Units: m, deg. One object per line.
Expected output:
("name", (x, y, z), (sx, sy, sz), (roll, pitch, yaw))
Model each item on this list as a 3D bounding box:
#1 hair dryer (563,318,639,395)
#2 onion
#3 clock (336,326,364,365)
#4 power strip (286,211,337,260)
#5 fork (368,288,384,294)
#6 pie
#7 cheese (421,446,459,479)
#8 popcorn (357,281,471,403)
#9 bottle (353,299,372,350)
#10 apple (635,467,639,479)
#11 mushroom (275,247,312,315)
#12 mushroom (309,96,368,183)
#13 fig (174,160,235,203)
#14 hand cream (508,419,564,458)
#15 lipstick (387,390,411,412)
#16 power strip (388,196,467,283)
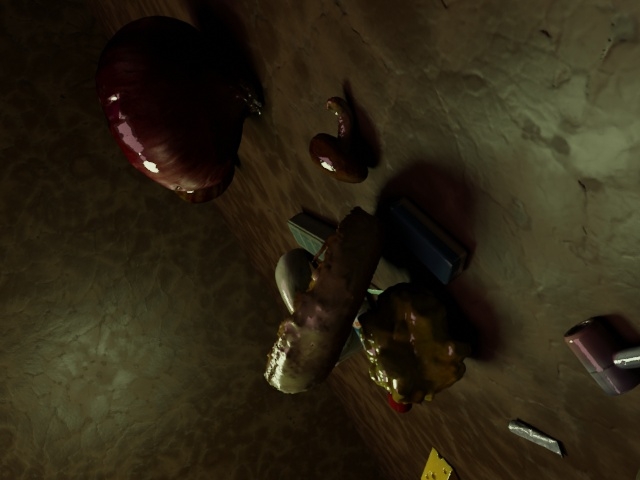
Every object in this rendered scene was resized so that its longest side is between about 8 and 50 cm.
("hair dryer", (0.270, 0.093, 0.386), (0.063, 0.037, 0.114), (55, 157, 11))
("onion", (-0.250, -0.274, 0.895), (0.348, 0.286, 0.346), (-7, -90, -75))
("clock", (0.019, 0.250, 1.180), (0.151, 0.191, 0.062), (46, 162, 33))
("power strip", (0.000, -0.001, 0.994), (0.272, 0.052, 0.078), (30, 150, 59))
("fork", (0.099, 0.097, 0.951), (0.235, 0.021, 0.039), (34, 149, 58))
("pie", (0.023, 0.089, 0.691), (0.093, 0.315, 0.315), (27, 159, 8))
("cheese", (0.343, 0.684, 1.291), (0.093, 0.126, 0.170), (-138, 39, -61))
("popcorn", (0.137, 0.162, 0.714), (0.197, 0.156, 0.197), (56, 178, 3))
("bottle", (0.092, 0.172, 1.028), (0.060, 0.060, 0.217), (35, 157, 55))
("apple", (0.339, 0.256, 0.349), (0.193, 0.120, 0.265), (66, 164, 9))
("mushroom", (-0.064, 0.138, 1.260), (0.093, 0.116, 0.224), (-22, 71, 41))
("mushroom", (0.019, -0.134, 0.627), (0.088, 0.073, 0.129), (-91, -16, -55))
("fig", (-0.345, -0.262, 1.312), (0.216, 0.217, 0.320), (52, 146, 16))
("hand cream", (0.318, 0.289, 0.672), (0.093, 0.019, 0.030), (3, 123, 64))
("lipstick", (0.190, 0.339, 1.065), (0.073, 0.073, 0.279), (48, 164, 31))
("power strip", (0.137, -0.003, 0.597), (0.123, 0.032, 0.056), (49, 162, 30))
